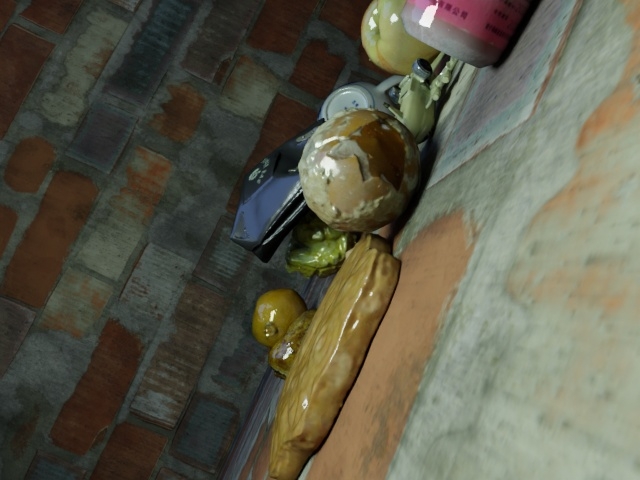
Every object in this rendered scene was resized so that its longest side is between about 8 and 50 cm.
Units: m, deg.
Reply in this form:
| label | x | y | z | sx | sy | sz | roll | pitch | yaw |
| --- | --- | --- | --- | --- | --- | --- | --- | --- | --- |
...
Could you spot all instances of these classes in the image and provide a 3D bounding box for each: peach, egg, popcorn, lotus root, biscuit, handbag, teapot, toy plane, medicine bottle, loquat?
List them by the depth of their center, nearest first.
| label | x | y | z | sx | sy | sz | roll | pitch | yaw |
| --- | --- | --- | --- | --- | --- | --- | --- | --- | --- |
| medicine bottle | 0.204 | -0.343 | 0.573 | 0.147 | 0.147 | 0.247 | -69 | 4 | -63 |
| egg | 0.066 | -0.113 | 0.776 | 0.233 | 0.195 | 0.195 | -42 | -15 | -45 |
| biscuit | 0.006 | 0.166 | 0.777 | 0.365 | 0.062 | 0.385 | -85 | 19 | -82 |
| toy plane | 0.185 | -0.266 | 0.921 | 0.242 | 0.104 | 0.256 | -41 | 13 | 45 |
| peach | 0.207 | -0.449 | 1.030 | 0.232 | 0.232 | 0.232 | -155 | 90 | -88 |
| lotus root | -0.040 | 0.211 | 1.050 | 0.108 | 0.094 | 0.191 | -1 | 52 | 48 |
| handbag | -0.079 | -0.138 | 1.175 | 0.288 | 0.152 | 0.342 | -41 | 27 | 29 |
| popcorn | -0.001 | 0.000 | 1.255 | 0.185 | 0.167 | 0.187 | -101 | 26 | -55 |
| loquat | -0.118 | 0.237 | 1.496 | 0.187 | 0.176 | 0.234 | -65 | -8 | 7 |
| teapot | 0.128 | -0.348 | 1.517 | 0.424 | 0.252 | 0.280 | -43 | -25 | 10 |
